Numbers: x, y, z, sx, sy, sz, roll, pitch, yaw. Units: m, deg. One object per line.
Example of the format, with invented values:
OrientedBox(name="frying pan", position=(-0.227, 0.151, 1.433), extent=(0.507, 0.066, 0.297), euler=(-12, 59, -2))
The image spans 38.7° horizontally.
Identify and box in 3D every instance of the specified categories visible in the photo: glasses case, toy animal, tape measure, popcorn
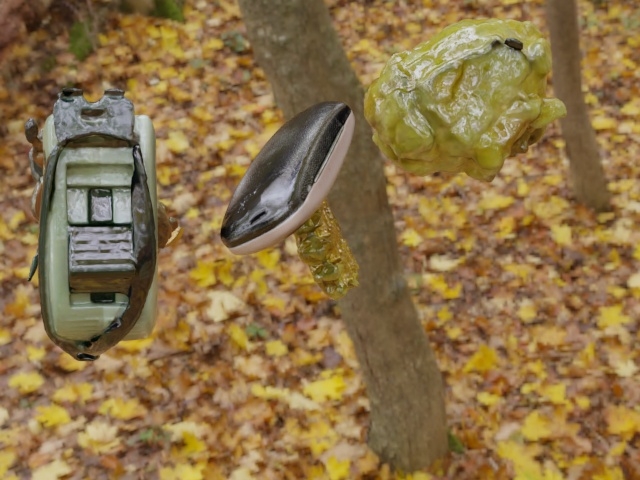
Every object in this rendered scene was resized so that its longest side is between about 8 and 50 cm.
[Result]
OrientedBox(name="glasses case", position=(-0.035, -0.086, 1.132), extent=(0.122, 0.075, 0.314), euler=(-26, 23, 29))
OrientedBox(name="toy animal", position=(-0.298, -0.058, 1.226), extent=(0.097, 0.158, 0.312), euler=(-1, -4, 32))
OrientedBox(name="tape measure", position=(-0.200, 0.000, 0.800), extent=(0.115, 0.207, 0.235), euler=(1, -9, -13))
OrientedBox(name="popcorn", position=(0.209, -0.205, 1.322), extent=(0.286, 0.215, 0.252), euler=(-34, 65, 1))

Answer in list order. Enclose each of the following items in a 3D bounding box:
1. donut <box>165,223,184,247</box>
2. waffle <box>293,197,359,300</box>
OrientedBox(name="donut", position=(-0.335, -0.014, 1.967), extent=(0.083, 0.038, 0.067), euler=(-41, 62, 5))
OrientedBox(name="waffle", position=(0.000, 0.000, 1.255), extent=(0.055, 0.161, 0.211), euler=(-26, 9, 5))
